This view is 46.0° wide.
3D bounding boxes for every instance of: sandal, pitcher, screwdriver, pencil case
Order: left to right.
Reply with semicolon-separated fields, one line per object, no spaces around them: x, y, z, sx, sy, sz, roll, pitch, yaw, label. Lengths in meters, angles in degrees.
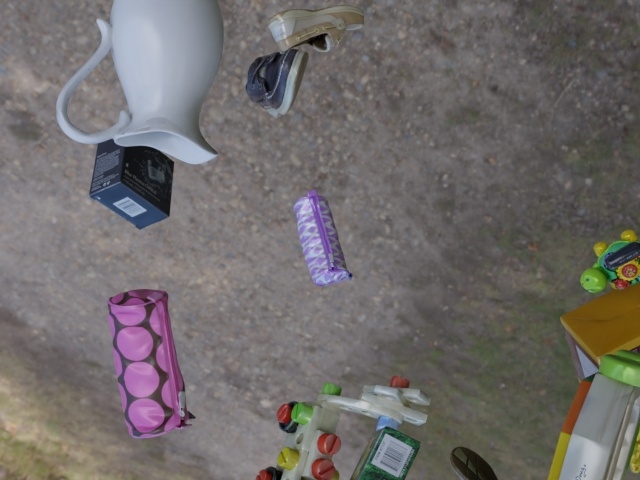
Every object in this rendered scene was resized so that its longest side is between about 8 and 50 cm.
-0.196;-0.199;0.835;0.178;0.207;0.125;4;173;-29;pitcher
-0.243;0.173;1.085;0.098;0.095;0.209;-6;98;41;pencil case
0.000;0.000;1.647;0.086;0.206;0.088;-15;156;-5;pencil case
0.284;0.434;1.294;0.180;0.072;0.049;45;124;19;sandal
0.468;-0.011;1.039;0.170;0.024;0.025;-36;81;7;screwdriver

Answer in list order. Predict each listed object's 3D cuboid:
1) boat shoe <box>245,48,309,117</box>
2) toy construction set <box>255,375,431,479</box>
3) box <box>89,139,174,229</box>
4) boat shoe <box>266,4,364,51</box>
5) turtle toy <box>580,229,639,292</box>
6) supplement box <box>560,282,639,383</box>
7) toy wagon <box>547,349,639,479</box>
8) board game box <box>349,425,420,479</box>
-0.086;-0.281;1.332;0.092;0.102;0.285;21;179;-10;boat shoe
0.014;0.318;1.064;0.151;0.327;0.215;45;148;-17;toy construction set
-0.408;-0.136;1.647;0.093;0.158;0.156;-20;143;25;box
-0.001;-0.301;1.093;0.063;0.170;0.059;-14;92;55;boat shoe
0.509;0.047;1.295;0.130;0.066;0.095;-26;105;17;turtle toy
0.581;0.202;1.406;0.191;0.129;0.194;-26;123;-1;supplement box
0.324;0.258;0.865;0.068;0.267;0.344;16;-177;28;toy wagon
0.025;0.209;0.572;0.030;0.136;0.259;29;167;9;board game box
